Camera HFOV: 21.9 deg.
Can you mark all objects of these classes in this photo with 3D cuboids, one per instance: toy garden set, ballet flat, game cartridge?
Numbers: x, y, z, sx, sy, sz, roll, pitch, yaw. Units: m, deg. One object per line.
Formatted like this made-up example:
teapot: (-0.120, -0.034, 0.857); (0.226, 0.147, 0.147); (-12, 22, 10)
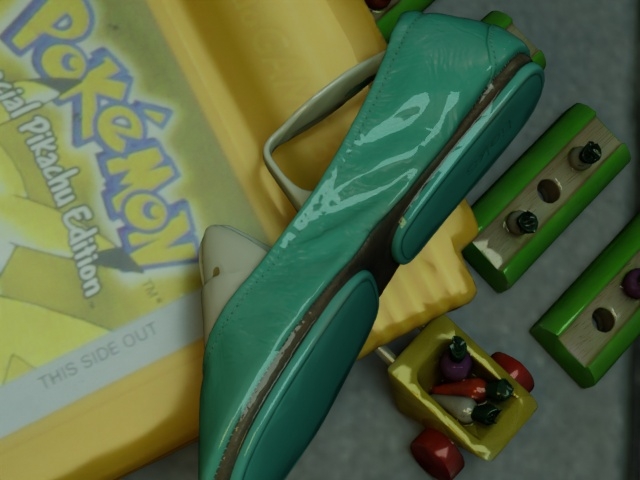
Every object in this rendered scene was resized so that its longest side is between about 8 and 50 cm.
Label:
toy garden set: (0.066, -0.022, 0.833); (0.244, 0.049, 0.204); (47, 67, -2)
ballet flat: (0.000, 0.000, 0.713); (0.087, 0.083, 0.247); (29, 73, 20)
game cartridge: (-0.118, -0.037, 0.749); (0.324, 0.052, 0.285); (-26, 86, -13)
